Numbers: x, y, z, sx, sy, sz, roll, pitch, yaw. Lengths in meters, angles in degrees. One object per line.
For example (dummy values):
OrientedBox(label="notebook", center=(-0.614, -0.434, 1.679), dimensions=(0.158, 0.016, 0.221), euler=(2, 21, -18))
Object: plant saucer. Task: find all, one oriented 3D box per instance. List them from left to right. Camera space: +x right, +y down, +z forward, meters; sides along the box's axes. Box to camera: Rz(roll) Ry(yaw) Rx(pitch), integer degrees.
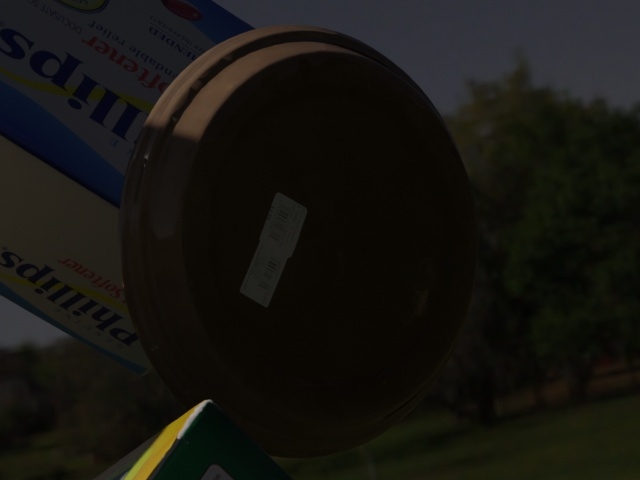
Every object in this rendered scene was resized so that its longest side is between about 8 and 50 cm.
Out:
OrientedBox(label="plant saucer", center=(0.000, 0.000, 1.167), dimensions=(0.278, 0.278, 0.041), euler=(-6, 2, -36))

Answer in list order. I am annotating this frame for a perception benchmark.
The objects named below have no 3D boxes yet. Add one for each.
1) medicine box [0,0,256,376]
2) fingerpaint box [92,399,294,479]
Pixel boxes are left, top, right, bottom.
OrientedBox(label="medicine box", center=(-0.183, -0.089, 1.417), dimensions=(0.263, 0.289, 0.149), euler=(32, -53, -19))
OrientedBox(label="fingerpaint box", center=(-0.197, 0.335, 0.893), dimensions=(0.371, 0.163, 0.445), euler=(-37, 12, 43))
